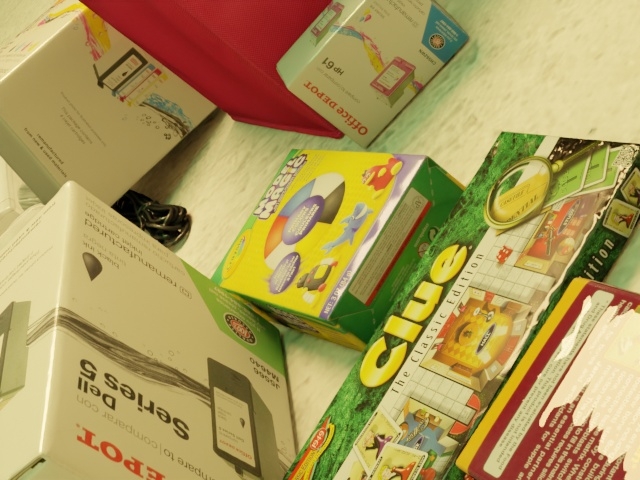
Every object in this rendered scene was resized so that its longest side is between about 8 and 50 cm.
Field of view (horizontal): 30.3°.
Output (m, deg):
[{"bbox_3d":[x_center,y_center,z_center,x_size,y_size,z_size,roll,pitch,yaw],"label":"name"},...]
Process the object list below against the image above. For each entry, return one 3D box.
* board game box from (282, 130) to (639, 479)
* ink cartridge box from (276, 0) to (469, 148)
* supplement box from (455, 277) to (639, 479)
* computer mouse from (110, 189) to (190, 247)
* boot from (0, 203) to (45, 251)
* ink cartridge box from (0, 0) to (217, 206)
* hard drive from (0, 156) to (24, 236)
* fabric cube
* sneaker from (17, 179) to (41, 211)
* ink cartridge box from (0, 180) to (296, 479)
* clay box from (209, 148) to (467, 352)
[{"bbox_3d":[0.083,0.053,0.674,0.259,0.030,0.136,-58,25,-9],"label":"board game box"},{"bbox_3d":[0.039,-0.145,0.914,0.122,0.088,0.052,-46,30,15],"label":"ink cartridge box"},{"bbox_3d":[0.153,0.091,0.455,0.104,0.081,0.188,-56,26,-7],"label":"supplement box"},{"bbox_3d":[-0.244,0.050,1.167,0.262,0.060,0.184,-54,27,-3],"label":"computer mouse"},{"bbox_3d":[-0.359,0.070,1.286,0.258,0.095,0.123,-54,20,-4],"label":"boot"},{"bbox_3d":[-0.232,-0.163,1.232,0.232,0.168,0.171,-45,25,-17],"label":"ink cartridge box"},{"bbox_3d":[-0.507,-0.016,1.686,0.233,0.047,0.353,-49,26,8],"label":"hard drive"},{"bbox_3d":[-0.059,-0.273,1.038,0.259,0.258,0.254,-57,26,-8],"label":"fabric cube"},{"bbox_3d":[-0.267,-0.119,1.398,0.232,0.090,0.115,-46,19,-5],"label":"sneaker"},{"bbox_3d":[-0.119,0.118,0.728,0.115,0.198,0.273,-42,29,18],"label":"ink cartridge box"},{"bbox_3d":[0.000,0.000,0.842,0.127,0.053,0.222,-59,28,-12],"label":"clay box"}]
